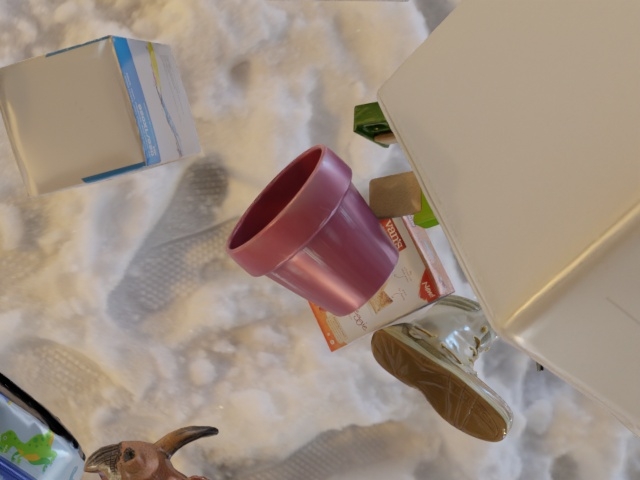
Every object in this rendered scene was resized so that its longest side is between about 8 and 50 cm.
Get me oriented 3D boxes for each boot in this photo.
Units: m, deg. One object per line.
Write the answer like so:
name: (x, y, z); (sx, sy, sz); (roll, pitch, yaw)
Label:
boot: (0.238, 0.193, 1.410); (0.203, 0.262, 0.095); (-24, 134, -40)

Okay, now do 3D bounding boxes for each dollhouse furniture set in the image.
dollhouse furniture set: (0.193, -0.084, 1.353); (0.302, 0.151, 0.197); (18, 69, -54)

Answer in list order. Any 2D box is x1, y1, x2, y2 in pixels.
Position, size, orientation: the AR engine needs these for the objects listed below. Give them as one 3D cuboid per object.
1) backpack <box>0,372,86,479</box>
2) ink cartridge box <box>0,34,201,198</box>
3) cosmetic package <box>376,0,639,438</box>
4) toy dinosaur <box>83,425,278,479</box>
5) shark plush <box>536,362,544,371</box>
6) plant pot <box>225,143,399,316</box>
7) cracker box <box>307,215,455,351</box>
backpack: (-0.395, 0.182, 0.796); (0.356, 0.290, 0.273); (24, 59, -25)
ink cartridge box: (-0.289, -0.167, 1.184); (0.171, 0.232, 0.168); (-14, 97, 12)
cosmetic package: (0.311, -0.086, 0.615); (0.329, 0.327, 0.394); (34, 111, -29)
toy dinosaur: (-0.013, 0.240, 0.498); (0.295, 0.127, 0.200); (52, 39, -45)
shark plush: (0.393, 0.158, 1.636); (0.073, 0.067, 0.161); (-23, 90, -38)
plant pot: (0.000, 0.000, 1.201); (0.180, 0.201, 0.201); (43, 72, -16)
cracker box: (0.085, 0.067, 1.455); (0.067, 0.232, 0.155); (-10, 71, -57)
